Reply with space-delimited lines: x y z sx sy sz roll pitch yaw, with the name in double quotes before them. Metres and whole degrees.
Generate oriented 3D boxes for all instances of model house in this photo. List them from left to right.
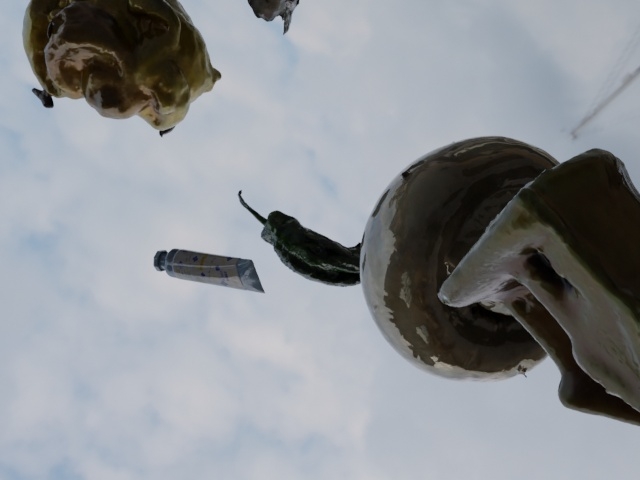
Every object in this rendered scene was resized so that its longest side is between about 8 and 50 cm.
"model house" 0.217 0.066 0.644 0.239 0.173 0.268 50 -158 12

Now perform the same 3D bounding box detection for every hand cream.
"hand cream" -0.159 0.039 1.236 0.043 0.171 0.065 -57 -36 -36

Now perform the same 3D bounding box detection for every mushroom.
"mushroom" 0.204 0.032 0.966 0.293 0.292 0.290 24 178 -28

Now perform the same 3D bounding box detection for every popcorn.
"popcorn" -0.323 -0.328 1.509 0.316 0.281 0.297 -13 -124 -46

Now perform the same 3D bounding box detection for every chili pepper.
"chili pepper" 0.000 0.001 1.340 0.279 0.065 0.122 15 -118 -6

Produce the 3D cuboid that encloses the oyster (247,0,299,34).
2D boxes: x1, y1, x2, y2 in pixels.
"oyster" -0.061 -0.502 1.494 0.100 0.271 0.275 -1 -130 -42
